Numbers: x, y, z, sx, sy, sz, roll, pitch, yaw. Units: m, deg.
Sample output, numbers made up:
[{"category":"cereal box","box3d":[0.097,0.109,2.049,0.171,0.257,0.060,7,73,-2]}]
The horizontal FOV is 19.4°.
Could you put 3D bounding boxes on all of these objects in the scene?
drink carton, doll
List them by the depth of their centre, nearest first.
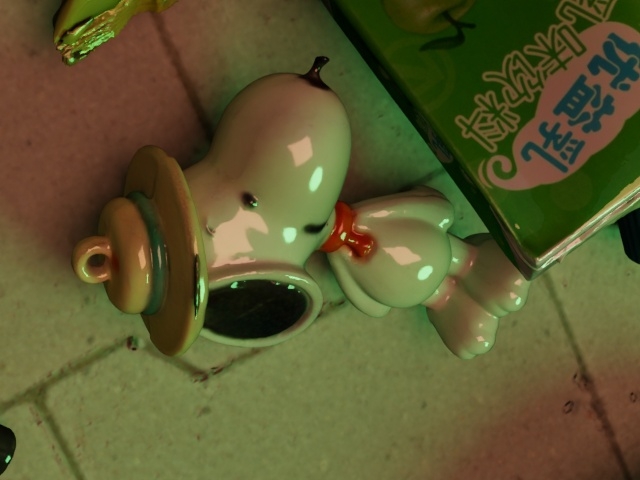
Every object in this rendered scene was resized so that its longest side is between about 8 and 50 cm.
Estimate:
[{"category":"drink carton","box3d":[0.120,-0.128,1.184,0.161,0.108,0.271,-35,82,-1]},{"category":"doll","box3d":[-0.006,0.018,1.215,0.208,0.144,0.271,-43,127,6]}]

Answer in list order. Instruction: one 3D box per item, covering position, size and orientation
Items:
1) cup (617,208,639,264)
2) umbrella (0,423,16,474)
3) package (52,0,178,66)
[{"category":"cup","box3d":[0.269,-0.076,1.326,0.176,0.131,0.155,-27,114,-42]},{"category":"umbrella","box3d":[-0.285,0.083,1.153,0.224,0.080,0.071,31,52,-26]},{"category":"package","box3d":[-0.132,-0.235,1.146,0.168,0.090,0.226,-31,106,-17]}]
